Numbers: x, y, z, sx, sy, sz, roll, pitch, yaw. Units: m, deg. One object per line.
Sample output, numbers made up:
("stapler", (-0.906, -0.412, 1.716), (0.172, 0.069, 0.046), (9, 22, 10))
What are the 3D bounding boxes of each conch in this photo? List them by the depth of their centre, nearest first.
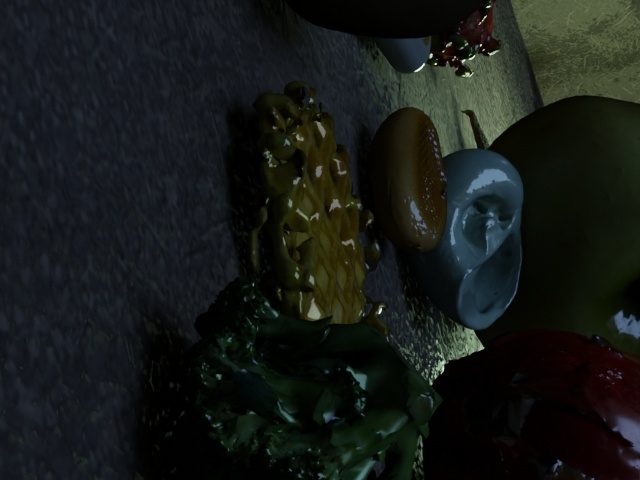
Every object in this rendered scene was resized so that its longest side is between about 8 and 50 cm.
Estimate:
("conch", (0.177, -0.001, 1.400), (0.185, 0.121, 0.221), (29, 66, -24))

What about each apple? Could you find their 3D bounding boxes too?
("apple", (0.399, 0.014, 1.632), (0.473, 0.474, 0.473), (-13, 90, -74))

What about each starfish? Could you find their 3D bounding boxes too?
("starfish", (0.285, -0.108, 2.012), (0.247, 0.050, 0.138), (-88, 156, -50))

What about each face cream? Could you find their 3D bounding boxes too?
("face cream", (0.067, -0.315, 1.399), (0.291, 0.071, 0.143), (41, 39, -63))

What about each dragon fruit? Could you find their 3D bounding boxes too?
("dragon fruit", (0.249, 0.237, 1.225), (0.302, 0.296, 0.295), (27, 45, -32))
("dragon fruit", (0.181, -0.314, 1.614), (0.172, 0.167, 0.160), (42, 42, -66))

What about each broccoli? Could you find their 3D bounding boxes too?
("broccoli", (-0.010, 0.117, 0.691), (0.195, 0.156, 0.195), (45, 4, -4))

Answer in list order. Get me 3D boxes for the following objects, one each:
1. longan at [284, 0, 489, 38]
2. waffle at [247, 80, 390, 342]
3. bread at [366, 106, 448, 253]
("longan", (0.063, -0.330, 1.057), (0.297, 0.297, 0.297), (-13, 90, -74))
("waffle", (0.003, -0.001, 0.965), (0.262, 0.060, 0.280), (-10, 87, -74))
("bread", (0.093, -0.064, 1.290), (0.114, 0.077, 0.189), (36, 40, -36))
